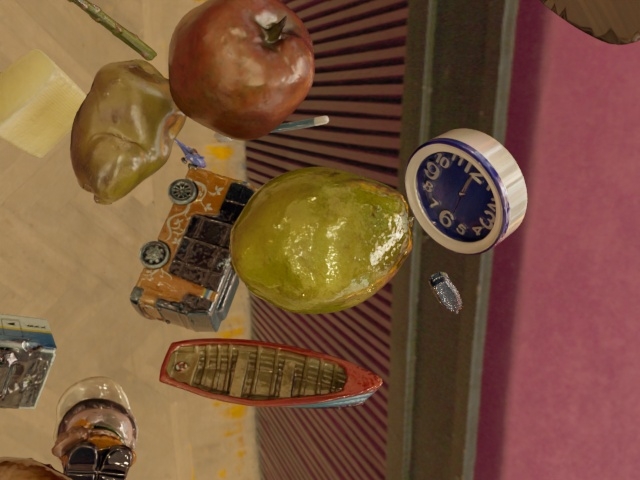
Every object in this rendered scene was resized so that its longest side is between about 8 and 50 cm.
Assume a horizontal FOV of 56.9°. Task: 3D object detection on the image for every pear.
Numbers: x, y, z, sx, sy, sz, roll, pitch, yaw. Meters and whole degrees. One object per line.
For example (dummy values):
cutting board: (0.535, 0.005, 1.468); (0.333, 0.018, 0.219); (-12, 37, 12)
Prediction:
pear: (0.000, 0.000, 0.843); (0.270, 0.212, 0.212); (-14, 108, 2)

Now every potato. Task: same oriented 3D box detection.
potato: (-0.418, -0.234, 1.259); (0.219, 0.202, 0.350); (11, 64, 6)

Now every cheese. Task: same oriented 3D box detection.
cheese: (-0.771, -0.362, 1.600); (0.124, 0.265, 0.242); (39, 83, 3)

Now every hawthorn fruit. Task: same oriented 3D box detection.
hawthorn fruit: (-0.134, -0.330, 1.101); (0.268, 0.301, 0.267); (5, 81, -32)

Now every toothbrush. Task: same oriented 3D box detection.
toothbrush: (-0.110, -0.242, 1.296); (0.025, 0.276, 0.019); (59, 33, -50)

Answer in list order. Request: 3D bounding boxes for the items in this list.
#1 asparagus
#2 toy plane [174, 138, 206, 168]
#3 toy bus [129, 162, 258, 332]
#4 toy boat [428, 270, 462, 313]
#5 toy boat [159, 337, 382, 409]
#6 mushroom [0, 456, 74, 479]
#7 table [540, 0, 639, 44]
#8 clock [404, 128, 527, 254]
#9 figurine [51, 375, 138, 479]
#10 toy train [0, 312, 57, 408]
asparagus: (-0.334, -0.337, 0.901); (0.248, 0.025, 0.025); (24, 79, -66)
toy plane: (-0.403, -0.273, 1.757); (0.054, 0.062, 0.167); (-36, 121, 19)
toy bus: (-0.255, 0.022, 1.255); (0.194, 0.162, 0.323); (16, 67, 3)
toy boat: (0.200, 0.084, 0.935); (0.038, 0.038, 0.083); (-37, 111, -11)
toy boat: (-0.089, 0.251, 1.071); (0.393, 0.136, 0.079); (7, 134, 1)
mushroom: (-0.347, 0.374, 0.572); (0.331, 0.356, 0.334); (-28, 98, -19)
table: (0.408, -0.469, 0.725); (0.317, 0.317, 0.249); (52, 54, -24)
clock: (0.266, -0.089, 1.099); (0.083, 0.231, 0.230); (-28, 112, -32)
figurine: (-0.472, 0.439, 1.234); (0.185, 0.332, 0.204); (14, 99, -20)
toy train: (-0.283, 0.061, 0.342); (0.234, 0.051, 0.052); (15, 104, -36)
